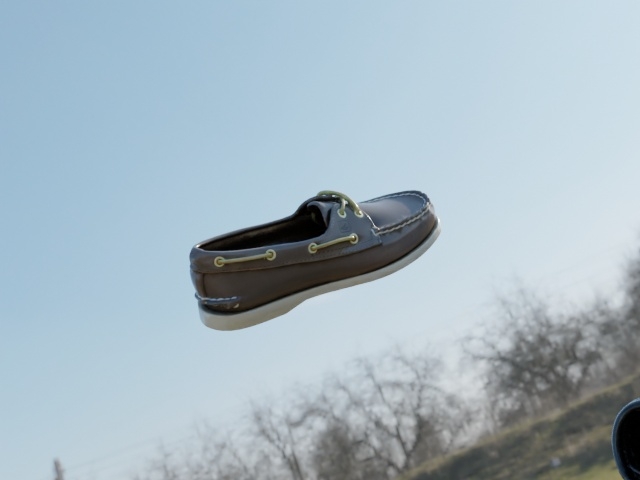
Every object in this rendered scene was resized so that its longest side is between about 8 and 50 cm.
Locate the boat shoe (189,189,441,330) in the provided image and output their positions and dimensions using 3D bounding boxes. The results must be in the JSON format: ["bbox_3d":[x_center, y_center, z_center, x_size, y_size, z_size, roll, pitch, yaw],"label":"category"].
[{"bbox_3d":[0.000,0.000,1.167,0.324,0.097,0.116,-21,27,-21],"label":"boat shoe"}]

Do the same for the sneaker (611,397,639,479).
[{"bbox_3d":[0.403,0.285,1.043,0.147,0.296,0.104,8,-43,-45],"label":"sneaker"}]
